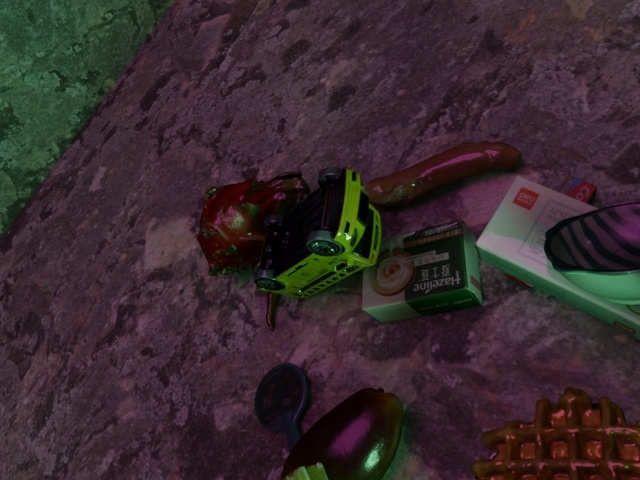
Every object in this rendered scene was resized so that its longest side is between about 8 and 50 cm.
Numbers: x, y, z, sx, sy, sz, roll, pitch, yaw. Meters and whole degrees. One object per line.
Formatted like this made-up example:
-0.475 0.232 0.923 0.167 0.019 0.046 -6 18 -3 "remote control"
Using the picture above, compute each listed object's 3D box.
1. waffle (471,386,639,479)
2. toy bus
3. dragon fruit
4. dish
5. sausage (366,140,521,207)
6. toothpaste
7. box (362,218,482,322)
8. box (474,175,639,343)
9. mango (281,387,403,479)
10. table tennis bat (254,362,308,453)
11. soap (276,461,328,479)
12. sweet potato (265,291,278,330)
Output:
0.328 0.341 0.712 0.329 0.062 0.329 -23 44 24 "waffle"
0.000 0.000 1.052 0.331 0.151 0.145 -33 41 54 "toy bus"
-0.142 -0.034 1.260 0.269 0.198 0.200 -12 87 7 "dragon fruit"
0.400 0.016 0.719 0.246 0.078 0.224 -25 18 -14 "dish"
0.223 -0.126 1.095 0.304 0.078 0.078 -19 53 28 "sausage"
0.377 -0.006 0.921 0.070 0.044 0.193 32 84 29 "toothpaste"
0.174 0.058 1.013 0.199 0.081 0.135 -17 54 31 "box"
0.374 0.024 0.838 0.269 0.079 0.135 29 82 28 "box"
0.031 0.346 0.918 0.267 0.111 0.133 -48 65 13 "mango"
-0.062 0.316 1.063 0.124 0.033 0.201 -40 42 12 "table tennis bat"
-0.050 0.491 0.813 0.259 0.143 0.281 -35 65 22 "soap"
-0.102 0.135 1.211 0.026 0.026 0.115 -10 60 33 "sweet potato"
